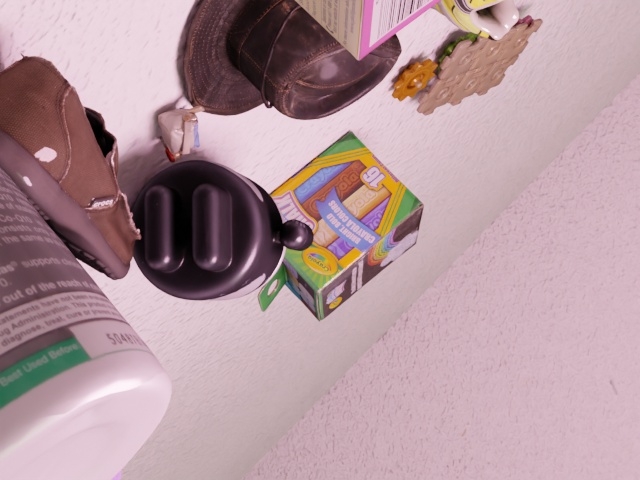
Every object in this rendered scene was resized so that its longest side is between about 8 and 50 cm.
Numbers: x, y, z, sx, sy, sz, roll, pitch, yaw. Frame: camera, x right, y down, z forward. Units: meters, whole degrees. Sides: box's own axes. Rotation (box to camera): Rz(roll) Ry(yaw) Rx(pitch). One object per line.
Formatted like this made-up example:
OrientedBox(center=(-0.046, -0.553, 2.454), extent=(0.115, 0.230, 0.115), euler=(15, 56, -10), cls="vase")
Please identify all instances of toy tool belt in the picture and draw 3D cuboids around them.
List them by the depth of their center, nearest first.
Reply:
OrientedBox(center=(-0.157, -0.125, 1.097), extent=(0.051, 0.052, 0.083), euler=(-28, 160, -18), cls="toy tool belt")

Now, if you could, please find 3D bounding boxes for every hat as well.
OrientedBox(center=(0.006, -0.230, 1.075), extent=(0.331, 0.134, 0.331), euler=(-38, 161, -15), cls="hat")

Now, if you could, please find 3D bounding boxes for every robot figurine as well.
OrientedBox(center=(-0.138, -0.005, 1.184), extent=(0.173, 0.209, 0.278), euler=(-52, 172, 2), cls="robot figurine")

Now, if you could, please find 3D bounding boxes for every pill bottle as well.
OrientedBox(center=(-0.288, 0.030, 0.652), extent=(0.204, 0.361, 0.204), euler=(-38, 162, -14), cls="pill bottle")

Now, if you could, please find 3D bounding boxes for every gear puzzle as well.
OrientedBox(center=(0.229, -0.293, 1.580), extent=(0.339, 0.044, 0.175), euler=(-24, 157, -40), cls="gear puzzle")

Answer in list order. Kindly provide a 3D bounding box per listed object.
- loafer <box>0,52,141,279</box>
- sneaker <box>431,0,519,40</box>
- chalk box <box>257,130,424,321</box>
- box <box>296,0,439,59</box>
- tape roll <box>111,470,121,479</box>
OrientedBox(center=(-0.238, -0.062, 0.927), extent=(0.130, 0.134, 0.366), euler=(-60, 173, -13), cls="loafer")
OrientedBox(center=(0.187, -0.368, 1.099), extent=(0.145, 0.147, 0.385), euler=(-48, 165, -2), cls="sneaker")
OrientedBox(center=(0.000, 0.000, 1.534), extent=(0.289, 0.179, 0.180), euler=(-38, 163, -12), cls="chalk box")
OrientedBox(center=(0.032, -0.308, 0.754), extent=(0.213, 0.243, 0.117), euler=(-39, 163, -16), cls="box")
OrientedBox(center=(-0.313, 0.225, 0.814), extent=(0.275, 0.090, 0.275), euler=(-26, 132, -34), cls="tape roll")
